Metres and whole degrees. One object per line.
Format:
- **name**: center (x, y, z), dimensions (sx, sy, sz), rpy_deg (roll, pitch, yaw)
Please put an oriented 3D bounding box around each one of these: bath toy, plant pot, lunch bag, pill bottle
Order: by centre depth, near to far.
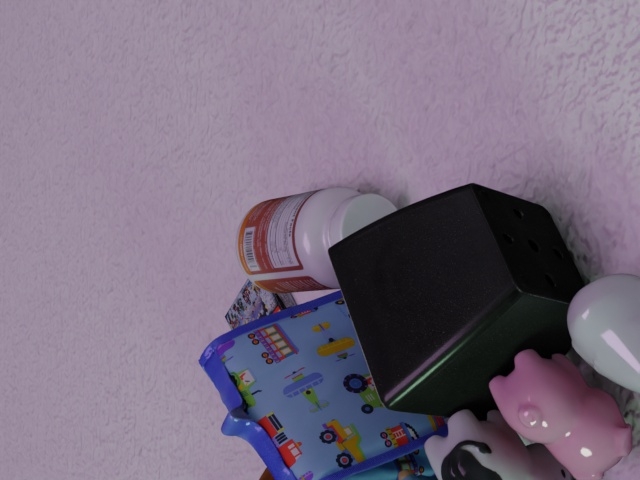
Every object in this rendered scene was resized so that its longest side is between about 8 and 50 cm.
- **bath toy**: center (0.222, 0.183, 1.105), dimensions (0.348, 0.151, 0.129), rpy_deg (-53, 46, 30)
- **plant pot**: center (0.150, 0.052, 1.149), dimensions (0.167, 0.188, 0.187), rpy_deg (-41, 52, 31)
- **lunch bag**: center (0.029, 0.164, 1.253), dimensions (0.221, 0.293, 0.138), rpy_deg (53, 136, 35)
- **pill bottle**: center (0.000, 0.000, 1.411), dimensions (0.216, 0.121, 0.121), rpy_deg (-7, 92, 55)

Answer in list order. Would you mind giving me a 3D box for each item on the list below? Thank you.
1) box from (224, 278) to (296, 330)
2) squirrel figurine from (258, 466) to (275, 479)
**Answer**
- **box**: center (-0.082, 0.104, 1.635), dimensions (0.094, 0.027, 0.137), rpy_deg (60, 140, 26)
- **squirrel figurine**: center (-0.068, 0.382, 1.374), dimensions (0.397, 0.370, 0.281), rpy_deg (-41, 64, 51)
